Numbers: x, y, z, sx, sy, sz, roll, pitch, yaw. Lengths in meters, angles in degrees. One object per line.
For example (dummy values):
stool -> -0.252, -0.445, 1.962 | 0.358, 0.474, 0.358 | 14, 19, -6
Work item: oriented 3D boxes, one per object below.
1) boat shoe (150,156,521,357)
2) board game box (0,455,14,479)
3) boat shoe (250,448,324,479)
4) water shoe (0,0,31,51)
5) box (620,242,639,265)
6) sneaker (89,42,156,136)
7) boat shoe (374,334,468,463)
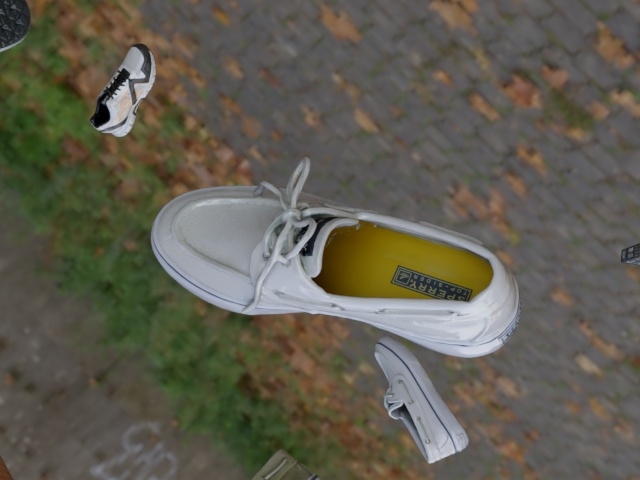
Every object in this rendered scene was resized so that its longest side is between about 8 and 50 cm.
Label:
boat shoe -> -0.002, 0.008, 1.310 | 0.367, 0.136, 0.156 | 17, 161, 19
board game box -> -0.406, 0.214, 0.758 | 0.356, 0.356, 0.356 | 20, -175, -28
boat shoe -> -0.099, 0.342, 1.648 | 0.094, 0.302, 0.109 | 42, 124, 11
water shoe -> -0.362, -0.179, 1.307 | 0.080, 0.203, 0.073 | 4, 110, 51
box -> 0.425, 0.018, 1.807 | 0.067, 0.018, 0.083 | 8, 169, -11
sneaker -> -0.210, -0.159, 1.530 | 0.040, 0.109, 0.044 | 36, -158, 33
boat shoe -> 0.131, 0.236, 2.158 | 0.226, 0.076, 0.083 | 51, 162, 38
